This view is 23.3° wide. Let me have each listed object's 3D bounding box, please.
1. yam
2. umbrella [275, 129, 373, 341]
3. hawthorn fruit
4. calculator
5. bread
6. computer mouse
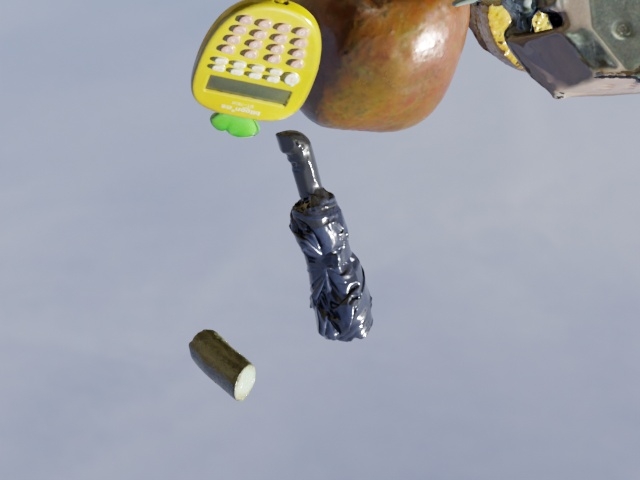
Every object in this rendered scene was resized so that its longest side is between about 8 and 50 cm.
[{"bbox_3d":[-0.102,0.132,1.654,0.043,0.043,0.094,-14,-146,-37],"label":"yam"},{"bbox_3d":[0.006,-0.003,1.608,0.070,0.248,0.071,-10,-155,5],"label":"umbrella"},{"bbox_3d":[0.079,-0.297,2.123,0.267,0.301,0.268,11,-126,-15],"label":"hawthorn fruit"},{"bbox_3d":[-0.079,-0.207,1.876,0.146,0.235,0.032,11,-128,-14],"label":"calculator"},{"bbox_3d":[0.342,-0.327,2.410,0.229,0.140,0.143,-2,-165,-4],"label":"bread"},{"bbox_3d":[0.321,-0.223,1.507,0.389,0.200,0.115,-4,174,2],"label":"computer mouse"}]
